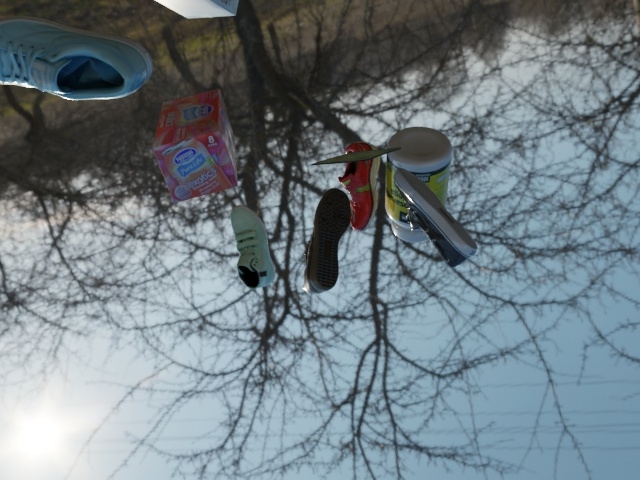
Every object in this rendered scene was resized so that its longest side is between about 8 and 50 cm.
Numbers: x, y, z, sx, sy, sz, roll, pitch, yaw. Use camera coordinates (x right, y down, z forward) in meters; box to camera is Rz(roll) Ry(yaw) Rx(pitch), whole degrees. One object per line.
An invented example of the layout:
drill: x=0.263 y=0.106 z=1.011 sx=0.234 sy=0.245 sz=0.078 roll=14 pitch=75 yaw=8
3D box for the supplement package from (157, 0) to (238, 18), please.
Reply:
supplement package: x=-0.368 y=-0.753 z=1.729 sx=0.199 sy=0.198 sz=0.262 roll=10 pitch=179 yaw=34

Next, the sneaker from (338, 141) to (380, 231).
sneaker: x=0.106 y=-0.166 z=1.971 sx=0.118 sy=0.279 sz=0.107 roll=0 pitch=-176 yaw=-34

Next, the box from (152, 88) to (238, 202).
box: x=-0.284 y=-0.228 z=1.479 sx=0.154 sy=0.142 sz=0.300 roll=-14 pitch=-148 yaw=0

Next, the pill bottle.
pill bottle: x=0.290 y=-0.158 z=1.919 sx=0.188 sy=0.334 sz=0.188 roll=-2 pitch=-134 yaw=2

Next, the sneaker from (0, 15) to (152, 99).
sneaker: x=-0.512 y=-0.336 z=1.192 sx=0.366 sy=0.135 sz=0.150 roll=1 pitch=-151 yaw=-3

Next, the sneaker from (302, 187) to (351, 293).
sneaker: x=0.000 y=0.000 z=1.084 sx=0.071 sy=0.066 sz=0.188 roll=-25 pitch=-133 yaw=54

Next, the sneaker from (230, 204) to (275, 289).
sneaker: x=-0.211 y=0.020 z=1.872 sx=0.094 sy=0.256 sz=0.151 roll=-21 pitch=-177 yaw=14

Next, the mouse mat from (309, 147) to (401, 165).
mouse mat: x=0.083 y=-0.194 z=1.475 sx=0.152 sy=0.007 sz=0.189 roll=0 pitch=-166 yaw=35

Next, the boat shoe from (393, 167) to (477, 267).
boat shoe: x=0.210 y=-0.042 z=1.257 sx=0.076 sy=0.228 sz=0.080 roll=-48 pitch=165 yaw=27
